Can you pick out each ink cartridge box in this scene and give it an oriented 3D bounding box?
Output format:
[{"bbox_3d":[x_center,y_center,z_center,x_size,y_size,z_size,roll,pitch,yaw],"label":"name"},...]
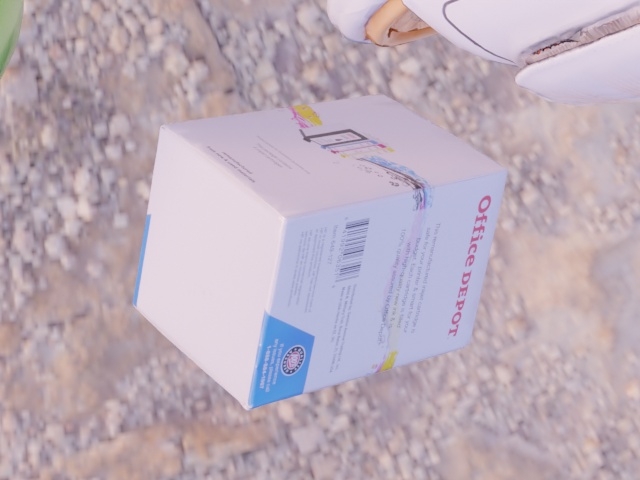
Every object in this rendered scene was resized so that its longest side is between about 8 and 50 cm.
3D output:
[{"bbox_3d":[0.000,0.000,1.477,0.233,0.168,0.171,-12,125,-38],"label":"ink cartridge box"}]

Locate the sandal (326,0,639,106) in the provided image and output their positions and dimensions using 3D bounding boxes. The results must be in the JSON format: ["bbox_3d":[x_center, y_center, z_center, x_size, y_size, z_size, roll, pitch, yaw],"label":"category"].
[{"bbox_3d":[0.101,-0.073,0.399,0.102,0.265,0.076,-26,91,-39],"label":"sandal"}]

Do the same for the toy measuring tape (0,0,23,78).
[{"bbox_3d":[-0.122,-0.107,0.443,0.121,0.121,0.330,6,131,-15],"label":"toy measuring tape"}]
